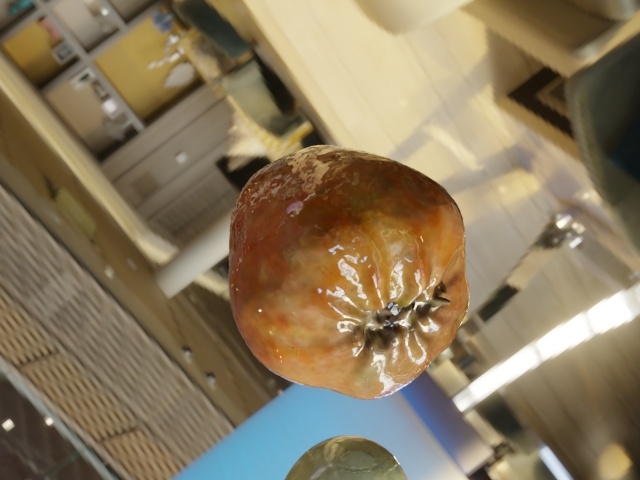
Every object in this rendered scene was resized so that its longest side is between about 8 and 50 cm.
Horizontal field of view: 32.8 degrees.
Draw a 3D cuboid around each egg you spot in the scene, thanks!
[{"bbox_3d":[0.029,0.371,1.400,0.186,0.186,0.253,-129,44,-62],"label":"egg"}]

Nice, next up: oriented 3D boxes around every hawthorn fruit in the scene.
[{"bbox_3d":[0.004,0.017,0.644,0.149,0.149,0.189,53,160,-22],"label":"hawthorn fruit"}]
